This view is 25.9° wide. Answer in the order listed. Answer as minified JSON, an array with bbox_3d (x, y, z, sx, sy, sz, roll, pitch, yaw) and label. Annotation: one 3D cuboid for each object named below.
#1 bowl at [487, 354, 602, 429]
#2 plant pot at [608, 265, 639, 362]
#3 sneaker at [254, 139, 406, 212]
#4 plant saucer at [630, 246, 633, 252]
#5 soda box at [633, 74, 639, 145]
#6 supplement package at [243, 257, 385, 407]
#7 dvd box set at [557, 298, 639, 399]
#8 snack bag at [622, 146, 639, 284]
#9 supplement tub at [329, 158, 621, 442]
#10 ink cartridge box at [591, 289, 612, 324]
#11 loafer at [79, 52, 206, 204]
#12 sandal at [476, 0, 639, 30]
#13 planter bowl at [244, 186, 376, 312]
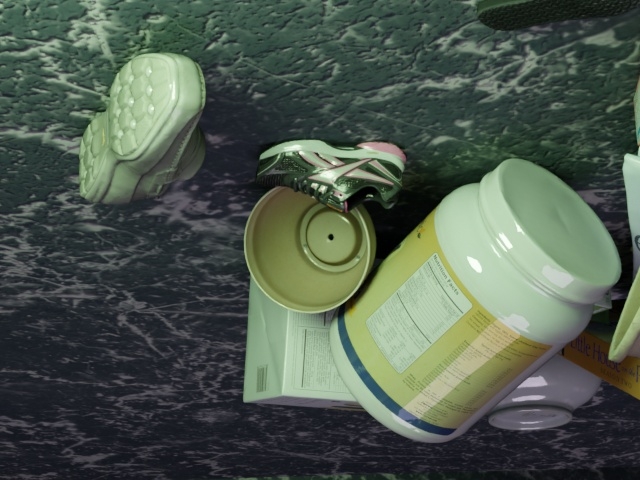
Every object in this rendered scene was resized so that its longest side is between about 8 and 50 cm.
[{"bbox_3d":[0.351,0.241,2.355,0.297,0.134,0.298,0,159,0],"label":"bowl"},{"bbox_3d":[0.494,0.025,1.379,0.305,0.334,0.334,23,161,9],"label":"plant pot"},{"bbox_3d":[0.011,-0.070,1.604,0.178,0.077,0.072,-2,158,6],"label":"sneaker"},{"bbox_3d":[0.537,-0.002,1.829,0.188,0.045,0.188,18,158,-40],"label":"plant saucer"},{"bbox_3d":[0.360,-0.159,1.411,0.063,0.058,0.183,-3,160,5],"label":"soda box"},{"bbox_3d":[0.048,0.134,1.928,0.262,0.198,0.199,7,169,-18],"label":"supplement package"},{"bbox_3d":[0.525,0.153,1.894,0.307,0.062,0.420,-3,-168,-17],"label":"dvd box set"},{"bbox_3d":[0.526,0.023,1.671,0.323,0.037,0.342,20,158,23],"label":"snack bag"},{"bbox_3d":[0.185,0.074,1.680,0.228,0.228,0.316,16,130,-38],"label":"supplement tub"},{"bbox_3d":[0.332,0.040,1.858,0.209,0.109,0.062,14,156,-33],"label":"ink cartridge box"},{"bbox_3d":[-0.170,-0.114,1.453,0.111,0.112,0.319,2,167,-22],"label":"loafer"},{"bbox_3d":[0.217,-0.228,1.266,0.067,0.040,0.179,25,162,-39],"label":"sandal"},{"bbox_3d":[0.000,0.000,1.711,0.162,0.162,0.109,-9,-175,21],"label":"planter bowl"}]
